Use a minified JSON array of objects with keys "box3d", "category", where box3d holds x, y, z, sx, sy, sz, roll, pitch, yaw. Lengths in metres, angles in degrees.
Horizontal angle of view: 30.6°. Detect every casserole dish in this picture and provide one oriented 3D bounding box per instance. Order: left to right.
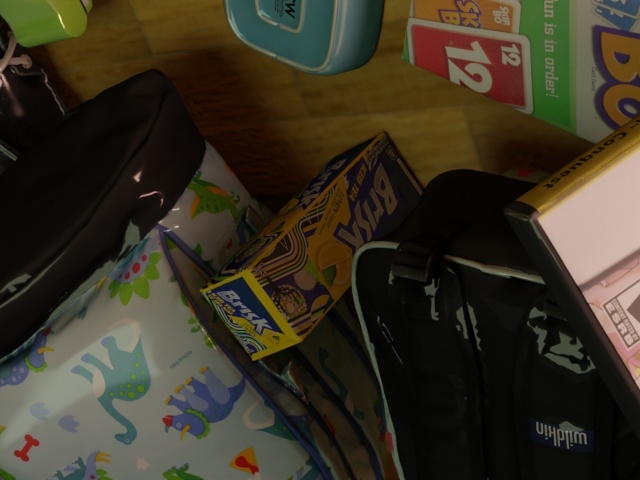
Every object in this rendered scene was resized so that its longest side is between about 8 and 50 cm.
[{"box3d":[-0.015,-0.179,0.728,0.114,0.037,0.188,26,137,21],"category":"casserole dish"}]

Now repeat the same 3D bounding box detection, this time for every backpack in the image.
[{"box3d":[-0.104,0.106,0.866,0.290,0.273,0.355,-32,130,18],"category":"backpack"},{"box3d":[0.148,0.088,0.696,0.225,0.191,0.254,12,122,35],"category":"backpack"}]

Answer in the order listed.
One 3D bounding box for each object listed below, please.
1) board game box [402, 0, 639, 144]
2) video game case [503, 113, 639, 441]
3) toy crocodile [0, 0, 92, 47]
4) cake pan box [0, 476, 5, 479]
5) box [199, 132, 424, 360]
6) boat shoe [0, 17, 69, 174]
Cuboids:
[{"box3d":[0.170,-0.107,0.640,0.259,0.039,0.124,25,136,18],"category":"board game box"},{"box3d":[0.255,0.029,0.542,0.275,0.248,0.035,57,175,-14],"category":"video game case"},{"box3d":[-0.255,-0.284,0.784,0.115,0.105,0.341,3,125,38],"category":"toy crocodile"},{"box3d":[-0.292,0.192,1.169,0.267,0.070,0.246,34,136,31],"category":"cake pan box"},{"box3d":[0.000,0.000,0.760,0.054,0.169,0.059,-23,107,45],"category":"box"},{"box3d":[-0.277,-0.133,0.935,0.301,0.108,0.102,44,141,12],"category":"boat shoe"}]
